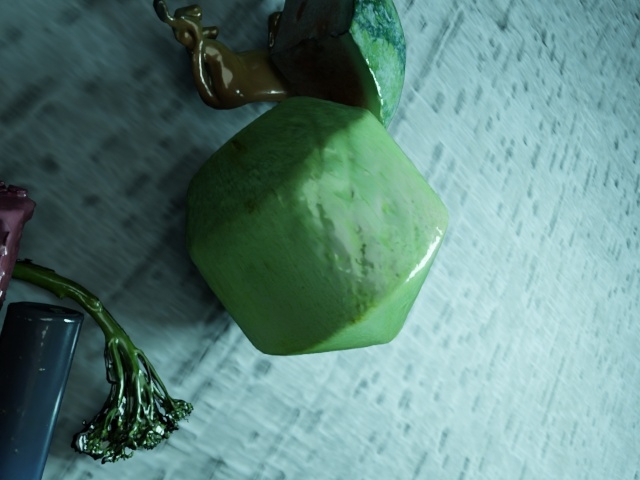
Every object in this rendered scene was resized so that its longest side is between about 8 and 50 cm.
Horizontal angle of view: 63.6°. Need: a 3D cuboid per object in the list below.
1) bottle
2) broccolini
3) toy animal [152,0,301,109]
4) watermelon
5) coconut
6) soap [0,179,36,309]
[{"bbox_3d":[-0.308,0.186,0.516,0.082,0.072,0.244,14,85,-33],"label":"bottle"},{"bbox_3d":[-0.273,0.141,0.585,0.271,0.062,0.123,52,54,-8],"label":"broccolini"},{"bbox_3d":[-0.082,-0.238,0.735,0.312,0.097,0.158,-14,90,-37],"label":"toy animal"},{"bbox_3d":[0.037,-0.252,0.697,0.260,0.176,0.256,43,28,-29],"label":"watermelon"},{"bbox_3d":[0.000,0.000,0.640,0.328,0.281,0.328,-1,96,-8],"label":"coconut"},{"bbox_3d":[-0.351,0.070,0.461,0.112,0.182,0.289,17,69,-30],"label":"soap"}]
